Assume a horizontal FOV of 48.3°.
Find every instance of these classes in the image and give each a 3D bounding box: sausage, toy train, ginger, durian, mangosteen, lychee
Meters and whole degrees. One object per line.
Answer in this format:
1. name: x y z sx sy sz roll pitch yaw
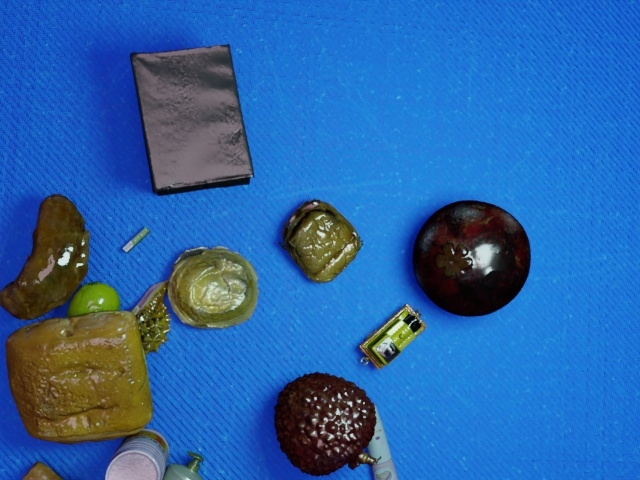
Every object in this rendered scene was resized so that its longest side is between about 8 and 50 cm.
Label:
1. sausage: -0.617 0.652 1.771 0.271 0.109 0.108 28 83 -5
2. toy train: 0.196 0.258 1.890 0.219 0.127 0.089 -40 93 -7
3. ginger: -0.663 0.052 1.772 0.172 0.165 0.321 24 78 -13
4. durian: -0.444 0.200 1.832 0.140 0.078 0.224 25 84 -5
5. mangosteen: 0.405 0.046 1.882 0.306 0.359 0.306 0 89 27
6. lychee: 0.017 0.466 1.783 0.300 0.264 0.264 37 82 15

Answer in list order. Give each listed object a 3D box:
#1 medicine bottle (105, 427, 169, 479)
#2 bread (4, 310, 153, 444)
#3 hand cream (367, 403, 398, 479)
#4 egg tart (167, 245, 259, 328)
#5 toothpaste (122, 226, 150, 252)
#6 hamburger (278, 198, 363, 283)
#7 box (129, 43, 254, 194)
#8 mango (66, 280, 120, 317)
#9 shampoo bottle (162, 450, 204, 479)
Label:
1. medicine bottle: -0.440 0.542 1.725 0.133 0.250 0.133 0 87 -6
2. bread: -0.585 0.346 1.726 0.328 0.148 0.336 -5 108 -8
3. hand cream: 0.164 0.602 1.906 0.085 0.058 0.331 -15 94 -25
4. egg tart: -0.274 0.127 1.850 0.252 0.098 0.231 33 80 -10
5. toothpaste: -0.481 -0.001 1.868 0.083 0.020 0.017 -44 91 -8
6. hamburger: 0.000 0.000 1.882 0.183 0.130 0.206 -44 95 -5
7. box: -0.323 -0.294 1.816 0.251 0.204 0.345 -9 88 -9
8. mango: -0.579 0.191 1.806 0.119 0.100 0.178 20 95 -10
9. shampoo bottle: -0.368 0.650 1.810 0.118 0.087 0.234 31 83 -5
